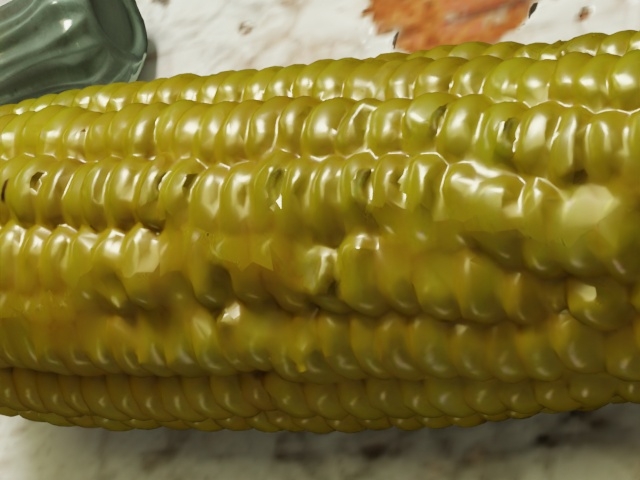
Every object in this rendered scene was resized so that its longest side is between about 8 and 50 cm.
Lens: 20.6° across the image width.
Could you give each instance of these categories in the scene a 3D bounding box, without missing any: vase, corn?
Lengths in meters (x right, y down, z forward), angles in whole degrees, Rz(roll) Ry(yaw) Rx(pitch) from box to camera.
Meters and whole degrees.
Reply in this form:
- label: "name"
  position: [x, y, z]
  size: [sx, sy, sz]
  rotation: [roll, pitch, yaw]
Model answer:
- label: "vase"
  position: [-0.148, -0.069, 0.756]
  size: [0.148, 0.081, 0.081]
  rotation: [-21, 46, 20]
- label: "corn"
  position: [0.000, 0.000, 0.536]
  size: [0.363, 0.120, 0.120]
  rotation: [-6, 53, 37]
